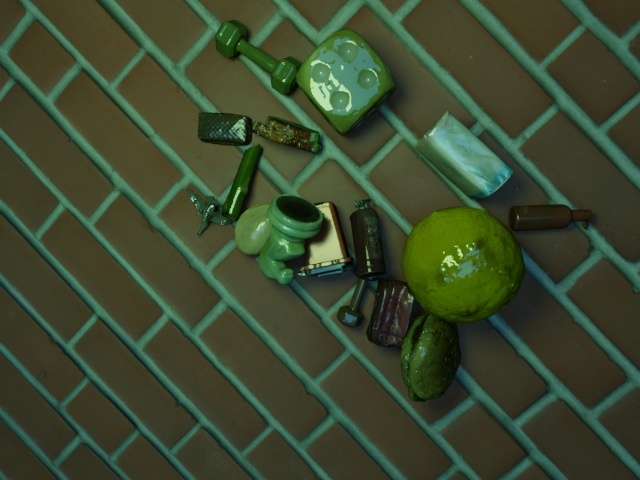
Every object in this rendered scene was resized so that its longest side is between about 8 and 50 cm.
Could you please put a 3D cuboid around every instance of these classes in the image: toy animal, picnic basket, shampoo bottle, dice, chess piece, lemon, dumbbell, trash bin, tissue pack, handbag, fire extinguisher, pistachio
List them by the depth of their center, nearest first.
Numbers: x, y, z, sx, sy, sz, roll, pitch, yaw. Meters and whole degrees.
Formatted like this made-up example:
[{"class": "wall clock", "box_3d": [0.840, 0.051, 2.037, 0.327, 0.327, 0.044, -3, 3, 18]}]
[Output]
[{"class": "lemon", "box_3d": [0.422, 0.060, 1.301, 0.349, 0.387, 0.350, 3, 131, 3]}, {"class": "tissue pack", "box_3d": [0.437, -0.255, 1.336, 0.271, 0.201, 0.124, 44, 91, 1]}, {"class": "dice", "box_3d": [0.079, -0.487, 1.342, 0.233, 0.227, 0.238, -42, 91, 10]}, {"class": "chess piece", "box_3d": [-0.116, 0.017, 1.349, 0.175, 0.176, 0.298, 27, 123, 3]}, {"class": "shampoo bottle", "box_3d": [0.740, -0.074, 1.380, 0.244, 0.085, 0.086, 0, 96, 5]}, {"class": "fire extinguisher", "box_3d": [0.152, -0.017, 1.405, 0.104, 0.105, 0.269, -9, 74, 7]}, {"class": "dumbbell", "box_3d": [-0.202, -0.605, 1.419, 0.301, 0.108, 0.121, 33, 99, 3]}, {"class": "handbag", "box_3d": [0.233, 0.242, 1.435, 0.135, 0.146, 0.225, 14, 96, 0]}, {"class": "trash bin", "box_3d": [0.000, 0.000, 1.439, 0.184, 0.161, 0.239, -13, 86, 7]}, {"class": "pistachio", "box_3d": [-0.214, -0.039, 1.468, 0.145, 0.117, 0.201, 30, 102, -18]}, {"class": "dumbbell", "box_3d": [0.131, 0.184, 1.471, 0.082, 0.092, 0.231, 24, 98, 32]}, {"class": "picnic basket", "box_3d": [-0.335, -0.388, 1.483, 0.193, 0.055, 0.110, 5, 96, 8]}, {"class": "toy animal", "box_3d": [-0.405, -0.088, 1.498, 0.219, 0.095, 0.155, 32, 88, 4]}]

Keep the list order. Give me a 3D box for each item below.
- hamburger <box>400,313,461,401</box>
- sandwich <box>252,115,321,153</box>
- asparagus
[{"class": "hamburger", "box_3d": [0.364, 0.371, 1.380, 0.134, 0.265, 0.285, -3, 120, 35]}, {"class": "sandwich", "box_3d": [-0.122, -0.360, 1.418, 0.234, 0.159, 0.079, 23, 103, 24]}, {"class": "asparagus", "box_3d": [-0.268, -0.203, 1.464, 0.060, 0.067, 0.278, 23, 79, -38]}]
